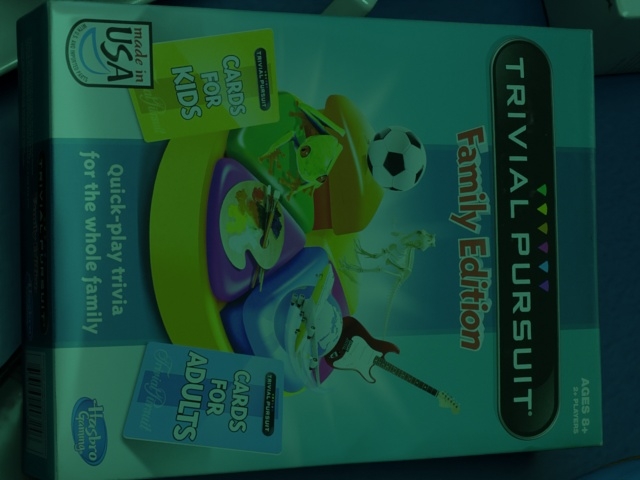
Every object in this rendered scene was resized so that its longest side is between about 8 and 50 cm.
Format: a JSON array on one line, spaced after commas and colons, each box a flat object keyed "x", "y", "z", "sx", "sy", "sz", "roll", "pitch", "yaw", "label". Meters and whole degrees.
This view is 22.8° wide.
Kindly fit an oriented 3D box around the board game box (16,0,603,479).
[{"x": 0.000, "y": 0.000, "z": 0.915, "sx": 0.336, "sy": 0.079, "sz": 0.253, "roll": -1, "pitch": 89, "yaw": -24, "label": "board game box"}]

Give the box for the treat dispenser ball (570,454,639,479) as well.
[{"x": 0.204, "y": 0.254, "z": 0.842, "sx": 0.288, "sy": 0.288, "sz": 0.288, "roll": 4, "pitch": 74, "yaw": -15, "label": "treat dispenser ball"}]

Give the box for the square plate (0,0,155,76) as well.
[{"x": -0.275, "y": -0.238, "z": 0.973, "sx": 0.347, "sy": 0.049, "sz": 0.344, "roll": -32, "pitch": 85, "yaw": -21, "label": "square plate"}]

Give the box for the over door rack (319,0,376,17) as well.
[{"x": 0.014, "y": -0.311, "z": 1.015, "sx": 0.239, "sy": 0.108, "sz": 0.324, "roll": 39, "pitch": 59, "yaw": -7, "label": "over door rack"}]

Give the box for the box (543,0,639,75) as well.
[{"x": 0.207, "y": -0.175, "z": 1.064, "sx": 0.087, "sy": 0.101, "sz": 0.102, "roll": -6, "pitch": 75, "yaw": -17, "label": "box"}]

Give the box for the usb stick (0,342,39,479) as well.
[{"x": -0.119, "y": 0.055, "z": 0.936, "sx": 0.077, "sy": 0.045, "sz": 0.278, "roll": 42, "pitch": 68, "yaw": -3, "label": "usb stick"}]
